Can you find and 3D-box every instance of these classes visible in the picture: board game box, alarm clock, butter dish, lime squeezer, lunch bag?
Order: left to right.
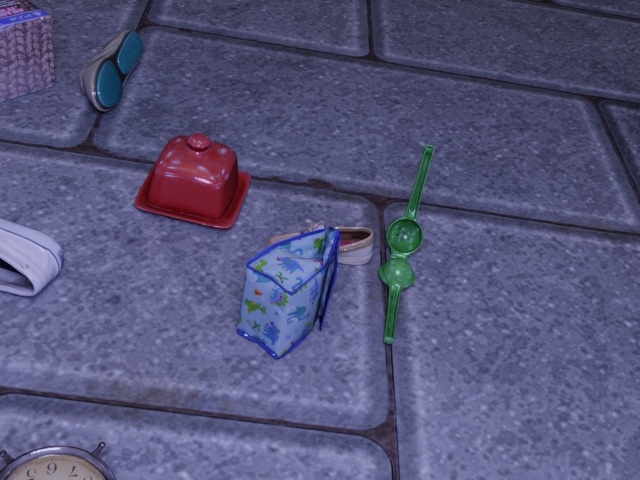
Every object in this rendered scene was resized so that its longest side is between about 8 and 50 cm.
[{"bbox_3d":[-0.650,-0.363,1.440,0.291,0.141,0.232,36,45,26],"label":"board game box"},{"bbox_3d":[-0.266,0.289,0.816,0.129,0.064,0.192,-1,38,-16],"label":"alarm clock"},{"bbox_3d":[-0.193,-0.112,1.276,0.159,0.118,0.160,13,39,2],"label":"butter dish"},{"bbox_3d":[-0.030,0.063,1.098,0.096,0.129,0.151,31,41,20],"label":"lunch bag"},{"bbox_3d":[0.130,0.019,1.226,0.058,0.110,0.311,21,68,-15],"label":"lime squeezer"}]

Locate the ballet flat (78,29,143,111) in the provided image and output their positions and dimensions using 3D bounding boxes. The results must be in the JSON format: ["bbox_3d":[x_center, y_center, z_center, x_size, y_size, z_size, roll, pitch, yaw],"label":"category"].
[{"bbox_3d":[-0.394,-0.305,1.501,0.086,0.086,0.248,12,38,0],"label":"ballet flat"}]

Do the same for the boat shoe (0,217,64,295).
[{"bbox_3d":[-0.474,0.006,1.079,0.258,0.095,0.084,13,35,3],"label":"boat shoe"}]

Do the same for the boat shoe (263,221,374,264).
[{"bbox_3d":[0.000,0.000,1.237,0.170,0.059,0.063,-1,41,-16],"label":"boat shoe"}]
